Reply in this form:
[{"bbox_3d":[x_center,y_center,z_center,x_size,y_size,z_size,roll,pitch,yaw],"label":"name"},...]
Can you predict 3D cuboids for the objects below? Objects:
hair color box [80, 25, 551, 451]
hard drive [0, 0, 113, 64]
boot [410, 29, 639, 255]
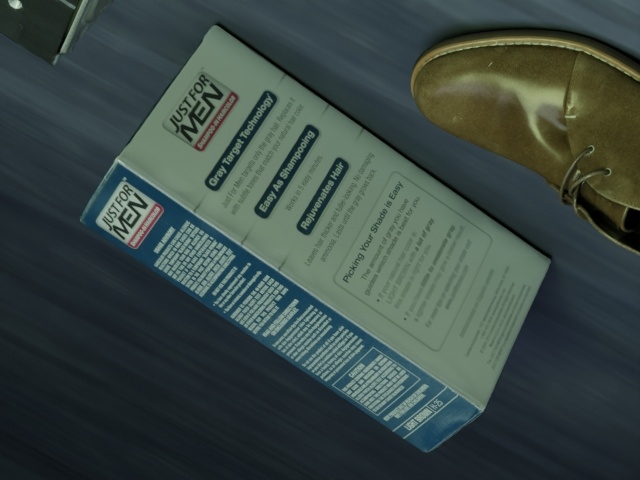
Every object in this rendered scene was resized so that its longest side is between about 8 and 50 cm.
[{"bbox_3d":[0.000,0.000,1.322,0.347,0.174,0.105,35,142,-6],"label":"hair color box"},{"bbox_3d":[-0.091,-0.289,1.017,0.064,0.237,0.339,32,140,-3],"label":"hard drive"},{"bbox_3d":[0.198,-0.066,1.178,0.305,0.115,0.112,18,142,16],"label":"boot"}]
